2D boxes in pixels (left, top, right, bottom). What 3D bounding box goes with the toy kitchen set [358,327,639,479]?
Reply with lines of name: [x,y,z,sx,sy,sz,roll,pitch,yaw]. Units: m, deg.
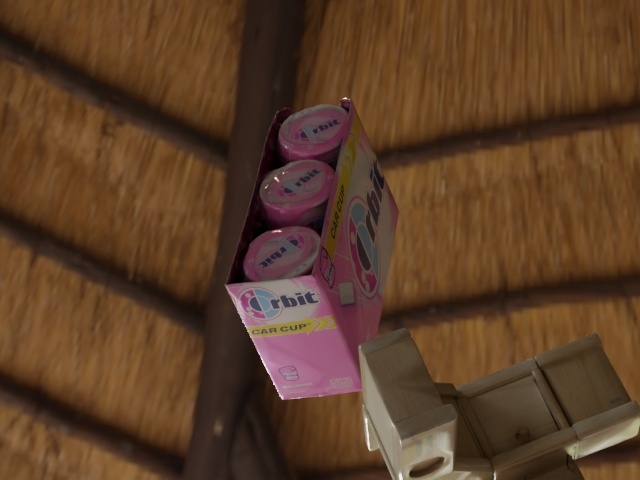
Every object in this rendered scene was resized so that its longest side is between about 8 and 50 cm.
toy kitchen set: [0.063,0.062,0.454,0.083,0.068,0.075,-20,-30,-8]

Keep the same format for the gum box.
gum box: [0.000,0.000,1.003,0.062,0.188,0.107,-8,-50,19]
